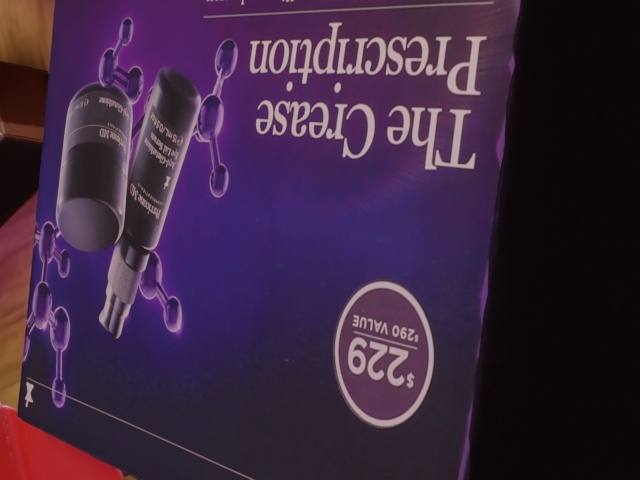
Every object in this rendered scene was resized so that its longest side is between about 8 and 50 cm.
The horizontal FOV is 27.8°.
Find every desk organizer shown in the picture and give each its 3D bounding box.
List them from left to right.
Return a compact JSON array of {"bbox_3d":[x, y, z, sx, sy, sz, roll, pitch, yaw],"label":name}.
[{"bbox_3d":[-0.187,-0.035,0.675,0.130,0.047,0.050,-38,63,33],"label":"desk organizer"}]

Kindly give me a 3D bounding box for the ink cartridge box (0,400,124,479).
[{"bbox_3d":[-0.167,0.145,0.599,0.224,0.056,0.181,22,129,40],"label":"ink cartridge box"}]

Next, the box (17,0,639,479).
[{"bbox_3d":[0.000,0.000,0.448,0.261,0.103,0.184,9,97,52],"label":"box"}]
